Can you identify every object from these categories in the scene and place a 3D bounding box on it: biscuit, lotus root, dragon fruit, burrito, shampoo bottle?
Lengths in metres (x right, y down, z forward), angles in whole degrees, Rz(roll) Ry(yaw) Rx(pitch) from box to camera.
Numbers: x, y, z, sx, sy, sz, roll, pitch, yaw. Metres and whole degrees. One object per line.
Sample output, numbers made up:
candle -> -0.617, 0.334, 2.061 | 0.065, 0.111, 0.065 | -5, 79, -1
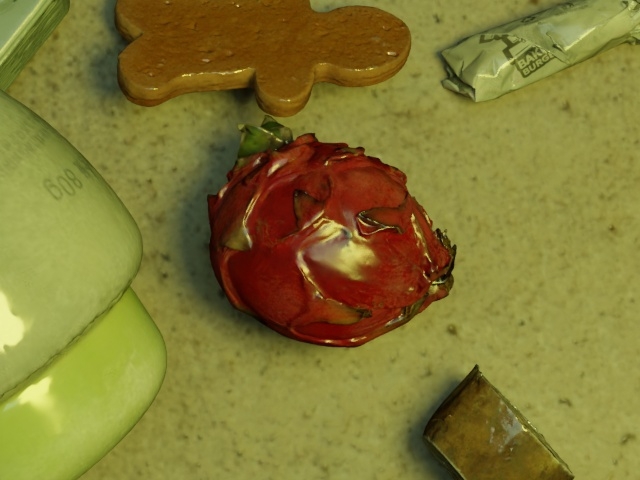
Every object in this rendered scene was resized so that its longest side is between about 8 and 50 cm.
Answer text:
biscuit -> -0.048, -0.160, 1.536 | 0.250, 0.036, 0.165 | -1, 46, -4
lotus root -> 0.140, 0.166, 1.459 | 0.081, 0.112, 0.122 | -41, 84, -4
dragon fruit -> 0.000, 0.000, 1.461 | 0.209, 0.172, 0.172 | 34, 76, 19
burrito -> 0.203, -0.171, 1.572 | 0.203, 0.064, 0.064 | -19, 79, -8
shampoo bottle -> -0.291, 0.044, 1.344 | 0.322, 0.322, 0.317 | -34, 104, -11

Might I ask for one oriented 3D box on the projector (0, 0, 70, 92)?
projector -> -0.362, -0.207, 1.521 | 0.256, 0.099, 0.192 | 35, 76, 4
